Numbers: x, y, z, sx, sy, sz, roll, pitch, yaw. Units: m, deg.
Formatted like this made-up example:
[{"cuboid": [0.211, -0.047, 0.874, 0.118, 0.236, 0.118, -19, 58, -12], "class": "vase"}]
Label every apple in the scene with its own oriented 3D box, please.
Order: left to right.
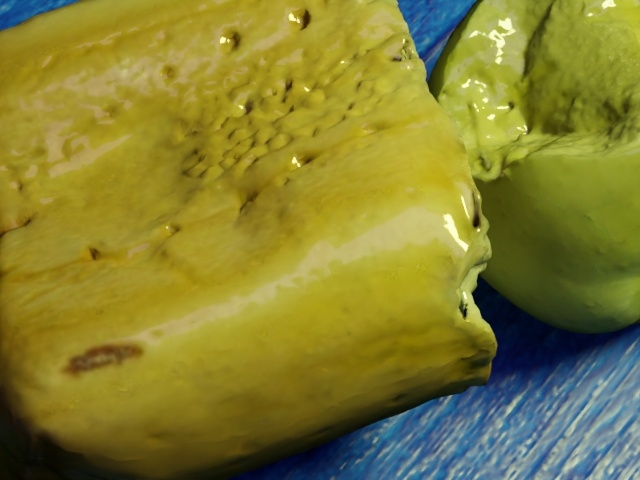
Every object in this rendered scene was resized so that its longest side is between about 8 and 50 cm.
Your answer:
[{"cuboid": [0.211, -0.071, 1.275, 0.279, 0.279, 0.279, 1, 61, -2], "class": "apple"}]

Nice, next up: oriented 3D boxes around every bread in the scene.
[{"cuboid": [-0.097, 0.005, 1.215, 0.394, 0.250, 0.361, -22, 56, -2], "class": "bread"}]
